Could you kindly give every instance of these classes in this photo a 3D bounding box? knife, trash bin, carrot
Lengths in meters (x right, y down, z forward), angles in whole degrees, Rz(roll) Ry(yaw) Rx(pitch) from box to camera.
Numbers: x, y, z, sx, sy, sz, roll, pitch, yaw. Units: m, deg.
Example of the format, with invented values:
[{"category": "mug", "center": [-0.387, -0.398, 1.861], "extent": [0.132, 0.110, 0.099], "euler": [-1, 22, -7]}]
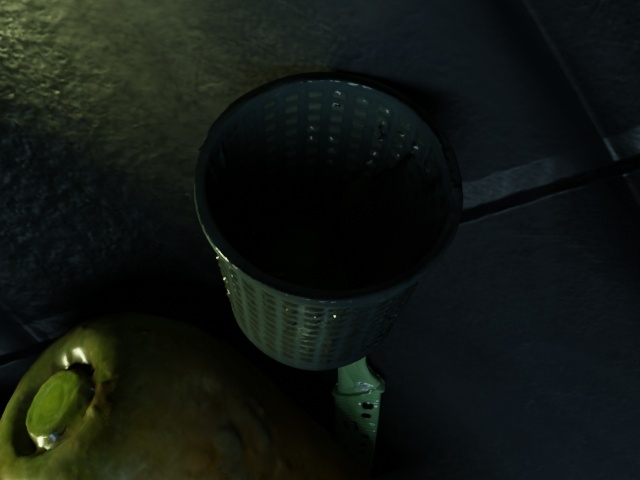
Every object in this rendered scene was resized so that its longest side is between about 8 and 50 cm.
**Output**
[{"category": "knife", "center": [0.030, 0.108, 1.367], "extent": [0.043, 0.020, 0.293], "euler": [8, 139, 7]}, {"category": "trash bin", "center": [0.000, 0.000, 1.163], "extent": [0.175, 0.175, 0.161], "euler": [9, 151, 1]}, {"category": "carrot", "center": [-0.085, 0.207, 1.350], "extent": [0.224, 0.224, 0.340], "euler": [-27, 130, 34]}]

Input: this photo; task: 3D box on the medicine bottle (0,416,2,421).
[{"category": "medicine bottle", "center": [-0.270, 0.316, 1.481], "extent": [0.245, 0.245, 0.306], "euler": [-19, 131, 28]}]
